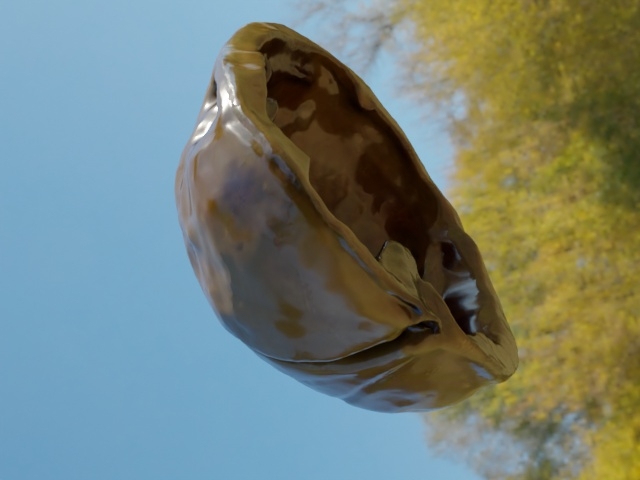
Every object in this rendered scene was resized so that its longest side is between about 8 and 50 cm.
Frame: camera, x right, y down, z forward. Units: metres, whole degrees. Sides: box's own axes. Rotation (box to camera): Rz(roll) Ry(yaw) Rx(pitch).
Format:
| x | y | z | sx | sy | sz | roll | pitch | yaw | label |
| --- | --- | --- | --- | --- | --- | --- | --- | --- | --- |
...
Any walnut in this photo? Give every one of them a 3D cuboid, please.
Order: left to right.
| x | y | z | sx | sy | sz | roll | pitch | yaw | label |
| --- | --- | --- | --- | --- | --- | --- | --- | --- | --- |
| -0.002 | 0.001 | 0.494 | 0.167 | 0.087 | 0.211 | 42 | -162 | -20 | walnut |
